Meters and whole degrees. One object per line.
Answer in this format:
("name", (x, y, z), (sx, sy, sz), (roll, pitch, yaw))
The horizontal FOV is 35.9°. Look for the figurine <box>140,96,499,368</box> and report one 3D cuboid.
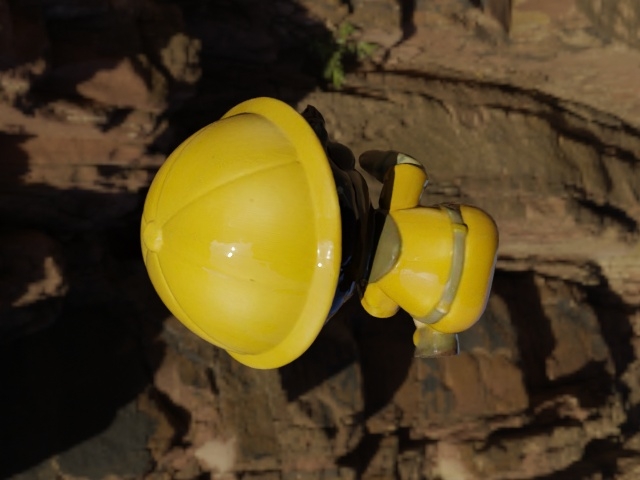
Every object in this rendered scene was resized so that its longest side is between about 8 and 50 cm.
("figurine", (0.001, 0.000, 0.711), (0.256, 0.192, 0.167), (6, 180, -8))
